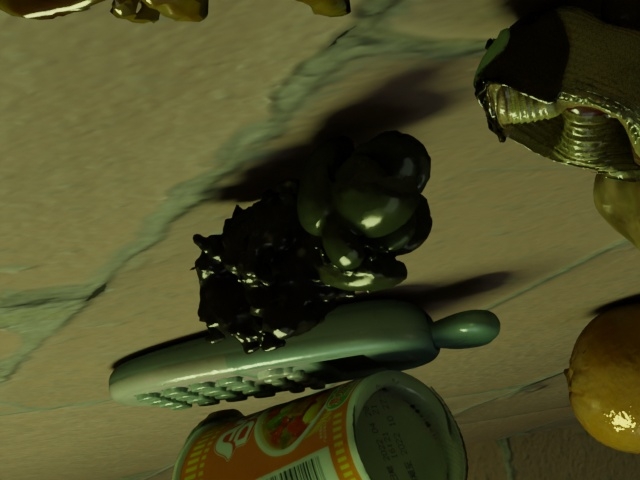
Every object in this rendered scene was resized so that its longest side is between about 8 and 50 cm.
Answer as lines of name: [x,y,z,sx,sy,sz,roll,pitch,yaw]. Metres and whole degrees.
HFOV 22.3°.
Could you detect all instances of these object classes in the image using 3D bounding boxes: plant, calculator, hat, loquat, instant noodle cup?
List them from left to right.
calculator: [-0.012,0.084,1.204,0.295,0.042,0.184,-11,168,9]
plant: [0.000,0.000,0.739,0.087,0.085,0.174,23,149,-20]
instant noodle cup: [0.006,0.180,1.221,0.168,0.168,0.185,1,156,-46]
hat: [0.101,-0.061,0.602,0.076,0.059,0.077,20,166,19]
loquat: [0.285,0.118,1.443,0.141,0.141,0.141,-12,168,-2]

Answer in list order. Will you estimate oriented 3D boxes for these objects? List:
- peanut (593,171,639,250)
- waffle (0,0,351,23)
peanut: [0.235,-0.050,0.604,0.305,0.147,0.147,-17,168,37]
waffle: [-0.031,-0.097,0.327,0.231,0.051,0.228,-7,170,-19]
